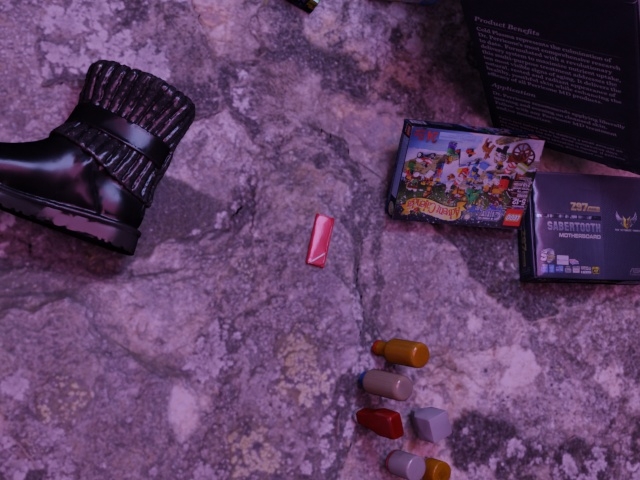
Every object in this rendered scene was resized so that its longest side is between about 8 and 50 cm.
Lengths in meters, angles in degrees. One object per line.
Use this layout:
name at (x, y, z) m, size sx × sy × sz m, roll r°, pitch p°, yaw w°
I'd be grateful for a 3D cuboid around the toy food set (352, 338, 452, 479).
toy food set at (0.121, 0.273, 1.581) m, size 0.111 × 0.104 × 0.232 m, roll -23°, pitch 106°, yaw -33°

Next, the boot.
boot at (-0.374, -0.152, 1.463) m, size 0.347 × 0.131 × 0.260 m, roll 22°, pitch 81°, yaw -23°

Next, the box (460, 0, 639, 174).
box at (0.455, -0.444, 1.566) m, size 0.297 × 0.472 × 0.480 m, roll 21°, pitch 70°, yaw 26°

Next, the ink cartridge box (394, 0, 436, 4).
ink cartridge box at (0.137, -0.456, 1.702) m, size 0.143 × 0.092 × 0.090 m, roll 0°, pitch 81°, yaw -16°

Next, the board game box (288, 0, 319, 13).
board game box at (-0.056, -0.477, 1.669) m, size 0.170 × 0.048 × 0.141 m, roll 29°, pitch 71°, yaw -11°

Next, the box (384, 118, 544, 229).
box at (0.233, -0.105, 1.652) m, size 0.233 × 0.044 × 0.159 m, roll 4°, pitch 112°, yaw -17°

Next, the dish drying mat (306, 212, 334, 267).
dish drying mat at (0.000, 0.000, 1.620) m, size 0.032 × 0.008 × 0.083 m, roll 16°, pitch 76°, yaw -13°

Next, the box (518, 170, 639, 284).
box at (0.451, -0.019, 1.738) m, size 0.232 × 0.059 × 0.184 m, roll 3°, pitch 78°, yaw -17°
